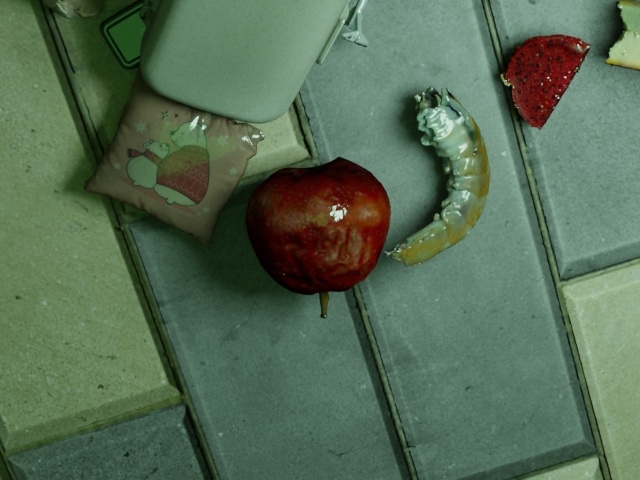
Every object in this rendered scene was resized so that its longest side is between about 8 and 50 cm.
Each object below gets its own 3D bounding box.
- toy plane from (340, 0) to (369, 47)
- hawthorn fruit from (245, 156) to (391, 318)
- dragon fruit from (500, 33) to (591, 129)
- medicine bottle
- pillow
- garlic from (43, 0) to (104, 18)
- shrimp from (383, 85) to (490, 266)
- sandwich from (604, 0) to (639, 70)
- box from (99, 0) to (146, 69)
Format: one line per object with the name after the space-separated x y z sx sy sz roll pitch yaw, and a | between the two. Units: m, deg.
0.100 -0.442 1.748 0.182 0.107 0.273 -10 123 -38 | toy plane
0.000 0.000 1.802 0.230 0.210 0.266 -15 122 -14 | hawthorn fruit
0.354 -0.274 1.812 0.106 0.083 0.162 30 120 7 | dragon fruit
-0.104 -0.345 1.655 0.282 0.123 0.375 14 132 -20 | medicine bottle
-0.231 -0.127 1.804 0.236 0.084 0.223 29 102 -7 | pillow
-0.387 -0.380 1.730 0.113 0.094 0.074 32 141 -17 | garlic
0.197 -0.085 1.817 0.185 0.068 0.287 22 84 -36 | shrimp
0.539 -0.304 1.738 0.186 0.220 0.108 7 106 -6 | sandwich
-0.276 -0.330 1.773 0.126 0.031 0.091 -28 105 3 | box
